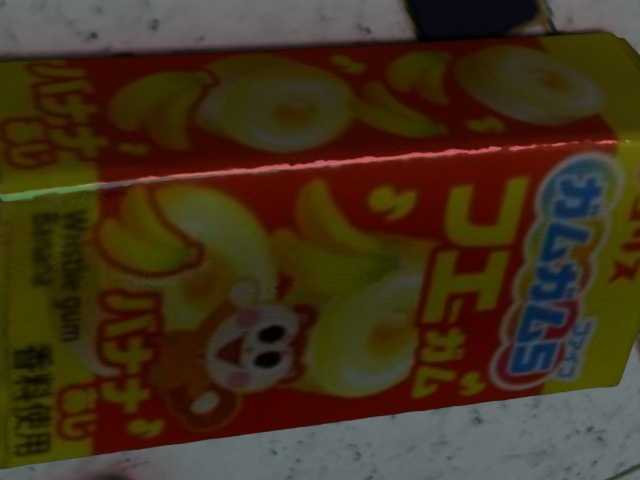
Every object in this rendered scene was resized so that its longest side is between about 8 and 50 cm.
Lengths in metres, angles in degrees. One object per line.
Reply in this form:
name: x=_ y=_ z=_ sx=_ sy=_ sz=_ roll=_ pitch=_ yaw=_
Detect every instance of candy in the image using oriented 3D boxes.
candy: x=0.000 y=0.000 z=0.546 sx=0.276 sy=0.088 sz=0.146 roll=-4 pitch=129 yaw=-19
